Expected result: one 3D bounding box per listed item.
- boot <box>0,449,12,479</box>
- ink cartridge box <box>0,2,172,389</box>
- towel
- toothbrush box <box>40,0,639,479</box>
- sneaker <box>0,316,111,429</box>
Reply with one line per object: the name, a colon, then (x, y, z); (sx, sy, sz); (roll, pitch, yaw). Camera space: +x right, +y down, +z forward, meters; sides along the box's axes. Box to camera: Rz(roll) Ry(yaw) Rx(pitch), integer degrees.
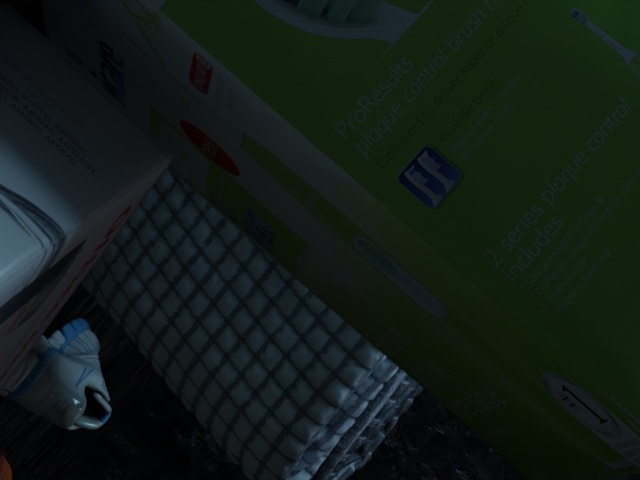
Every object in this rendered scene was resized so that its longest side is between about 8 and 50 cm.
boot: (-0.280, 0.190, 1.494); (0.085, 0.059, 0.158); (-54, 176, 11)
ink cartridge box: (-0.161, 0.030, 0.584); (0.158, 0.092, 0.218); (-50, 179, 29)
towel: (0.000, 0.000, 1.222); (0.284, 0.235, 0.121); (-52, 151, 20)
toothbrush box: (0.036, -0.043, 0.687); (0.122, 0.283, 0.206); (-47, 178, -12)
sneaker: (-0.200, 0.116, 1.451); (0.071, 0.083, 0.190); (-51, 179, 9)
